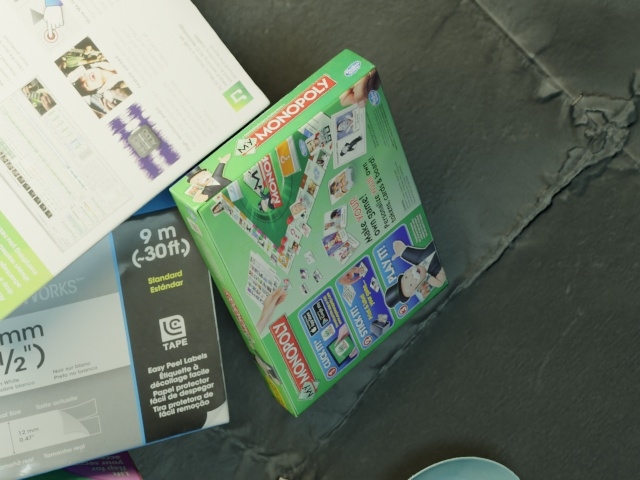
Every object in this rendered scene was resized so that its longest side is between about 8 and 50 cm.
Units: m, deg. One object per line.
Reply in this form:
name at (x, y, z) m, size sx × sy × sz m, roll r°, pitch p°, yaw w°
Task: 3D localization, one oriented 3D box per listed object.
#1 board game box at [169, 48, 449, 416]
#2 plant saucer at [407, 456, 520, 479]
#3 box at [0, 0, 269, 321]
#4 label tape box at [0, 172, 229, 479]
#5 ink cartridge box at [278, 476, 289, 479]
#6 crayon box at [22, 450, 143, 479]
board game box at (0.000, 0.000, 1.654) m, size 0.213 × 0.046 × 0.317 m, roll -39°, pitch 139°, yaw -16°
plant saucer at (0.136, 0.316, 1.915) m, size 0.195 × 0.037 × 0.195 m, roll -7°, pitch 112°, yaw -19°
box at (-0.237, -0.111, 1.522) m, size 0.322 × 0.058 × 0.232 m, roll -40°, pitch 99°, yaw -16°
label tape box at (-0.234, 0.030, 1.616) m, size 0.249 × 0.115 × 0.347 m, roll -13°, pitch 116°, yaw -16°
ink cartridge box at (-0.037, 0.377, 1.802) m, size 0.092 × 0.158 × 0.218 m, roll 29°, pitch 97°, yaw -27°
crayon box at (-0.366, 0.362, 1.698) m, size 0.363 × 0.106 × 0.313 m, roll 0°, pitch 109°, yaw -22°
